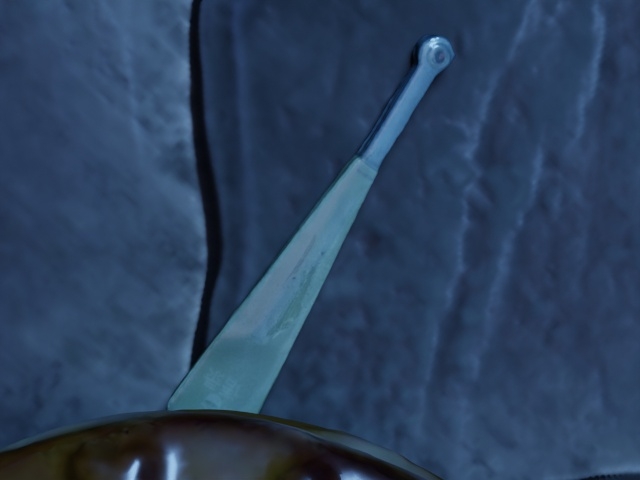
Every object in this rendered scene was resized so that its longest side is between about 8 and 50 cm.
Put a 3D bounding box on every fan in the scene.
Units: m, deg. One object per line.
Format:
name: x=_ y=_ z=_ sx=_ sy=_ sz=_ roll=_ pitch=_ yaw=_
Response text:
fan: x=0.000 y=0.000 z=0.772 sx=0.038 sy=0.016 sz=0.193 roll=32 pitch=93 yaw=-16

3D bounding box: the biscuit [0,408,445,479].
biscuit: x=-0.014 y=0.211 z=0.705 sx=0.366 sy=0.115 sz=0.268 roll=39 pitch=88 yaw=5
